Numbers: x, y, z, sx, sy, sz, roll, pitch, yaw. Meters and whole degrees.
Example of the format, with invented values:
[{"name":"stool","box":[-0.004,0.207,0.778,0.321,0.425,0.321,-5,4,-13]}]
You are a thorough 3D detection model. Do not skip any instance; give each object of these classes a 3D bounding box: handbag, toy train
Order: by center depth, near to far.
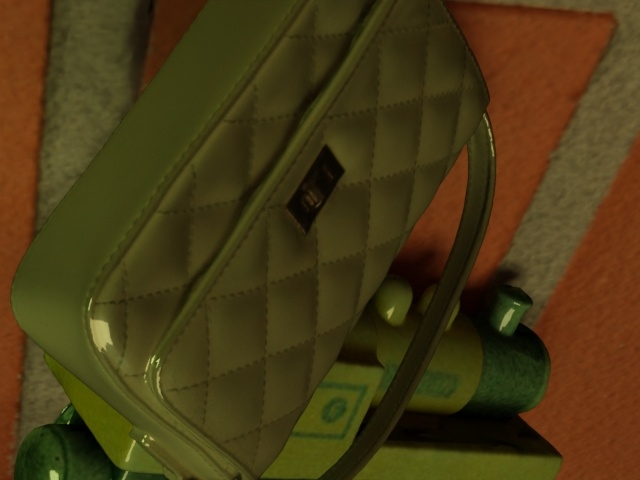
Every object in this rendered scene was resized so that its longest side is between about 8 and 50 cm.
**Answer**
[{"name":"handbag","box":[0.000,0.000,0.639,0.079,0.256,0.219,14,155,45]},{"name":"toy train","box":[0.008,0.100,0.821,0.369,0.150,0.237,10,112,-40]}]
